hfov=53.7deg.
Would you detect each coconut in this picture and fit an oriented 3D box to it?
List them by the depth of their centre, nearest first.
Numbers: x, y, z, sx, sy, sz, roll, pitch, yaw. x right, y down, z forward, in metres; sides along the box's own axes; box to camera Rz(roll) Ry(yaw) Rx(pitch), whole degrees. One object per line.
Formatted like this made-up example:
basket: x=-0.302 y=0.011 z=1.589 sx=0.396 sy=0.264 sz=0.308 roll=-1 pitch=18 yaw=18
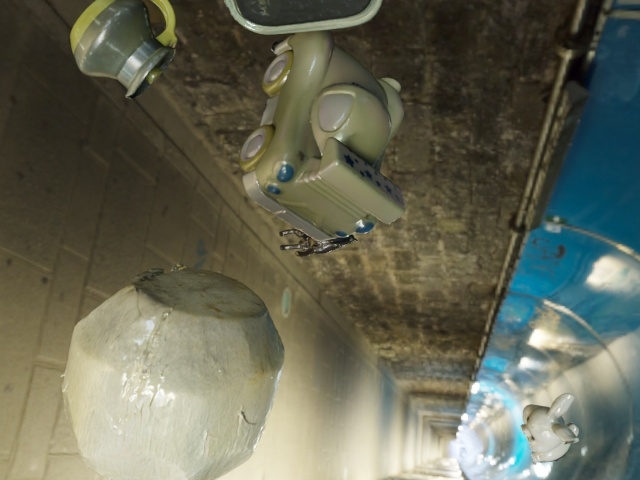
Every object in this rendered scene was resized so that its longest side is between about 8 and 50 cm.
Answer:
coconut: x=-0.247 y=0.235 z=1.033 sx=0.346 sy=0.346 sz=0.361 roll=-40 pitch=149 yaw=-73

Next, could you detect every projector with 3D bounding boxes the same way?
projector: x=-0.017 y=-0.485 z=0.949 sx=0.248 sy=0.248 sz=0.249 roll=72 pitch=24 yaw=-43

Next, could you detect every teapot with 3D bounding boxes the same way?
teapot: x=-0.267 y=-0.285 z=0.896 sx=0.166 sy=0.119 sz=0.130 roll=-53 pitch=-166 yaw=-22

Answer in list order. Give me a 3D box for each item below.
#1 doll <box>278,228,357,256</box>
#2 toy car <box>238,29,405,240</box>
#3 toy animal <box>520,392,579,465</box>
doll: x=0.000 y=0.000 z=1.486 sx=0.139 sy=0.165 sz=0.057 roll=-164 pitch=-110 yaw=-64
toy car: x=0.032 y=-0.191 z=1.053 sx=0.242 sy=0.226 sz=0.336 roll=32 pitch=60 yaw=-34
toy animal: x=0.322 y=0.270 z=0.894 sx=0.124 sy=0.085 sz=0.071 roll=53 pitch=36 yaw=-49
